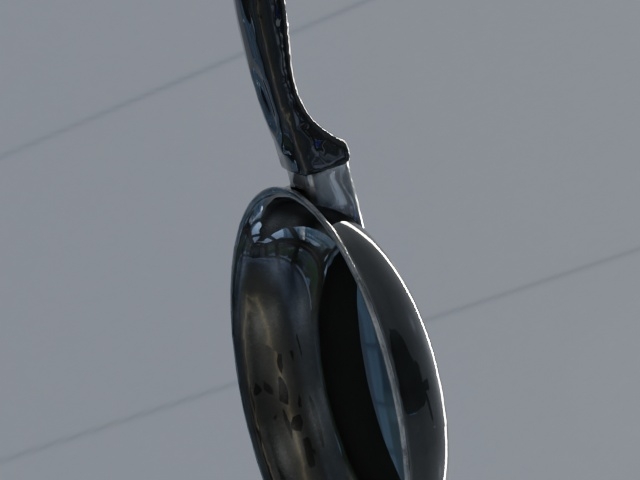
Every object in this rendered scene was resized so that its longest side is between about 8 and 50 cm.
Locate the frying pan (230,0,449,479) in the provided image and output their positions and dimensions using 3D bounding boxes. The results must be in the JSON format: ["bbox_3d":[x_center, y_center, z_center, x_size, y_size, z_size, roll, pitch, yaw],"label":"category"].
[{"bbox_3d":[-0.009,0.008,0.893,0.197,0.053,0.326,148,-70,-67],"label":"frying pan"}]
